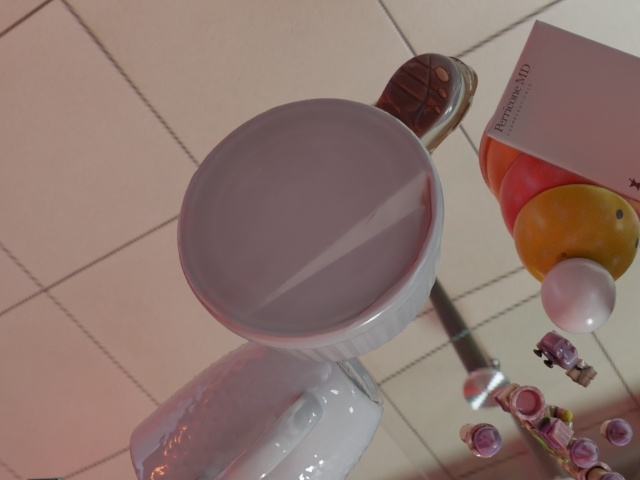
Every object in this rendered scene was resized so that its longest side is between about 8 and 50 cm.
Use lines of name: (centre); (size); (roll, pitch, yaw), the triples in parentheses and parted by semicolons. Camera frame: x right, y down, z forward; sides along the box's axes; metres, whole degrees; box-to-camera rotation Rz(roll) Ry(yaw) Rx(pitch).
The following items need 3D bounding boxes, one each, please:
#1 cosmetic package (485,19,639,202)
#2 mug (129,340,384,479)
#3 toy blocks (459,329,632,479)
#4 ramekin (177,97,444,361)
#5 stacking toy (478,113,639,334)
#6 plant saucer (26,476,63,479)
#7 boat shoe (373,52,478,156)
cosmetic package: (0.460, -0.169, 1.426); (0.365, 0.155, 0.197); (25, 101, 20)
mug: (-0.084, 0.293, 1.413); (0.328, 0.374, 0.276); (-40, 89, 7)
toy blocks: (0.471, 0.370, 1.826); (0.309, 0.260, 0.288); (-45, 90, -8)
ramekin: (0.000, 0.000, 0.977); (0.273, 0.273, 0.127); (-10, 150, 12)
stacking toy: (0.444, -0.023, 1.645); (0.350, 0.480, 0.351); (6, 135, 6)
plant saucer: (-0.506, 0.519, 1.720); (0.067, 0.192, 0.018); (0, 147, -5)
boat shoe: (0.102, -0.135, 1.342); (0.324, 0.116, 0.123); (-39, 76, 37)
